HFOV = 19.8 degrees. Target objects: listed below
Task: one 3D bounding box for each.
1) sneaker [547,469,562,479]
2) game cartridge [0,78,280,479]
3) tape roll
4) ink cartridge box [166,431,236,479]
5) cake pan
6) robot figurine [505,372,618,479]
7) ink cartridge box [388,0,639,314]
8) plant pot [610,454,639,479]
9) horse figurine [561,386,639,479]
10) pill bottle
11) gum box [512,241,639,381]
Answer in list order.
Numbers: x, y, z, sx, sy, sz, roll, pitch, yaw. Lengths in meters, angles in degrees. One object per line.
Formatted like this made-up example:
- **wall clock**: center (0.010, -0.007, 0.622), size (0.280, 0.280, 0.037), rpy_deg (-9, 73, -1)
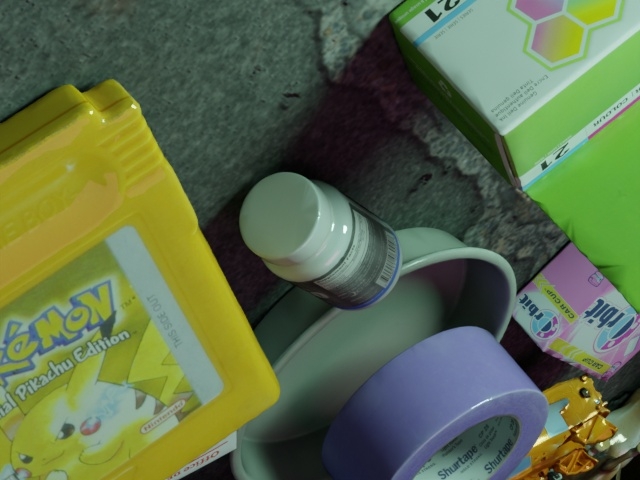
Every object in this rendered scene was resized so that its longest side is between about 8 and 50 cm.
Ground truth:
- **sneaker**: center (0.138, 0.325, 1.955), size (0.279, 0.107, 0.118), rpy_deg (-36, 169, -1)
- **game cartridge**: center (-0.193, 0.077, 1.200), size (0.285, 0.052, 0.323), rpy_deg (-34, 138, -10)
- **tape roll**: center (0.099, 0.168, 1.580), size (0.189, 0.080, 0.189), rpy_deg (-28, 148, -20)
- **ink cartridge box**: center (-0.122, 0.135, 1.411), size (0.104, 0.061, 0.181), rpy_deg (-26, 147, -21)
- **cake pan**: center (0.035, 0.100, 1.550), size (0.293, 0.054, 0.293), rpy_deg (-29, 148, -20)
- **robot figurine**: center (0.146, 0.239, 1.806), size (0.291, 0.085, 0.211), rpy_deg (-27, 159, -13)
- **ink cartridge box**: center (0.201, -0.108, 1.253), size (0.189, 0.255, 0.097), rpy_deg (-38, 150, -4)
- **plant pot**: center (0.409, 0.350, 2.190), size (0.215, 0.215, 0.230), rpy_deg (-23, 161, -27)
- **horse figurine**: center (0.331, 0.217, 2.001), size (0.263, 0.066, 0.174), rpy_deg (-40, 173, -29)
- **pill bottle**: center (0.000, 0.000, 1.351), size (0.078, 0.078, 0.137), rpy_deg (-45, 150, 8)
- **gum box**: center (0.267, 0.066, 1.755), size (0.107, 0.062, 0.188), rpy_deg (-46, 150, 11)
